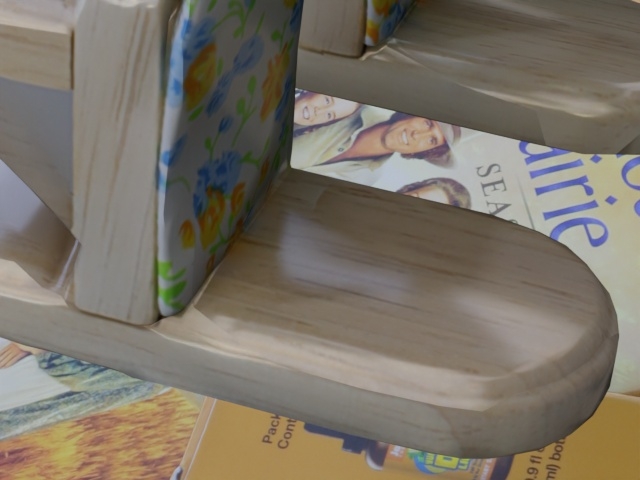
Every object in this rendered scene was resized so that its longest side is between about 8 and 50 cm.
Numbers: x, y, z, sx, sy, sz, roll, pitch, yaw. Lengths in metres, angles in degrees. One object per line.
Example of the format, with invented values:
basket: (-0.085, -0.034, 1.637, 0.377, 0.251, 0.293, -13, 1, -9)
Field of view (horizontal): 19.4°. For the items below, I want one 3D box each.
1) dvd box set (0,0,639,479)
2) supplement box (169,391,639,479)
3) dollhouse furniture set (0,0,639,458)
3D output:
dvd box set: (0.000, 0.000, 0.847, 0.420, 0.062, 0.308, -13, 45, 2)
supplement box: (0.071, 0.096, 0.632, 0.233, 0.080, 0.078, 11, 57, 16)
dollhouse furniture set: (0.103, -0.196, 0.401, 0.256, 0.362, 0.394, 13, 32, 14)
